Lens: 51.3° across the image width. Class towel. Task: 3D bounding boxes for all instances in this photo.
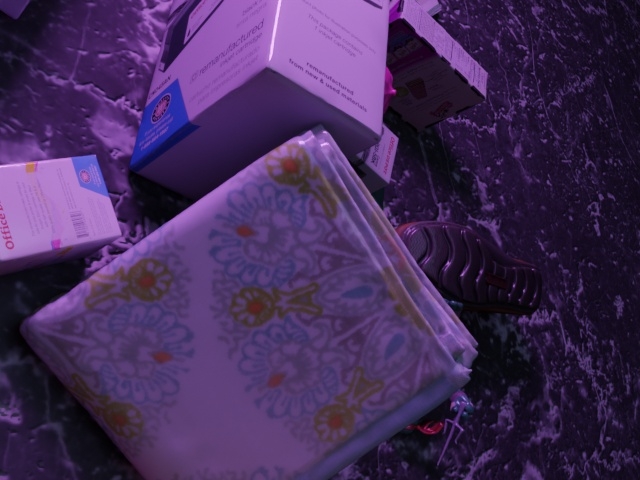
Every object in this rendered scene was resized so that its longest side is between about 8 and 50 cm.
[{"bbox_3d":[-0.062,0.105,0.700,0.320,0.375,0.090,55,1,-10],"label":"towel"},{"bbox_3d":[0.188,-0.527,1.382,0.152,0.023,0.113,55,43,-10],"label":"towel"}]

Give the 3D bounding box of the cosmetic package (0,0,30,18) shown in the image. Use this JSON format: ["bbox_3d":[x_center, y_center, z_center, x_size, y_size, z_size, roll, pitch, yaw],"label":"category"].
[{"bbox_3d":[-0.335,-0.472,0.751,0.217,0.156,0.384,31,56,-30],"label":"cosmetic package"}]

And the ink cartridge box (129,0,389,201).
[{"bbox_3d":[-0.067,-0.268,0.839,0.166,0.286,0.394,26,57,-35],"label":"ink cartridge box"}]

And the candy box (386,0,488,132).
[{"bbox_3d":[0.160,-0.303,1.165,0.233,0.159,0.071,33,55,-32],"label":"candy box"}]

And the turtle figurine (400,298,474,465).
[{"bbox_3d":[0.136,0.199,0.986,0.175,0.118,0.234,11,77,5],"label":"turtle figurine"}]

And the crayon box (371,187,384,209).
[{"bbox_3d":[0.000,0.000,0.947,0.165,0.081,0.278,28,56,-35],"label":"crayon box"}]

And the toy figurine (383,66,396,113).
[{"bbox_3d":[0.032,-0.226,1.011,0.173,0.159,0.130,35,53,-29],"label":"toy figurine"}]

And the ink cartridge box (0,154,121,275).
[{"bbox_3d":[-0.294,-0.022,0.665,0.143,0.090,0.092,-15,85,-45],"label":"ink cartridge box"}]

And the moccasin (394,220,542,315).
[{"bbox_3d":[0.231,0.049,1.128,0.380,0.147,0.139,10,82,-46],"label":"moccasin"}]

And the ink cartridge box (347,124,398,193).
[{"bbox_3d":[0.043,-0.142,0.945,0.135,0.056,0.099,37,48,-28],"label":"ink cartridge box"}]
